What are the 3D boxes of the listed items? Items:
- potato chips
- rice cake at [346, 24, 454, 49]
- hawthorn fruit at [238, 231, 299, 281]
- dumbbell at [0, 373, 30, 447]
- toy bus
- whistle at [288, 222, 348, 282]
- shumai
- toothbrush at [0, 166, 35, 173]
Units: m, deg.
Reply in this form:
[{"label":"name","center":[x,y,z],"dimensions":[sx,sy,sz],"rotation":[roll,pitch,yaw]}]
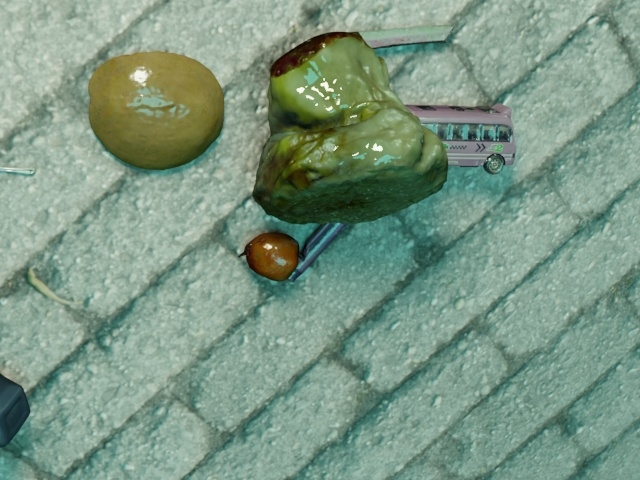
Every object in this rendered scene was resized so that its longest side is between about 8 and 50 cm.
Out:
[{"label":"potato chips","center":[-0.242,-0.191,1.460],"dimensions":[0.195,0.062,0.208],"rotation":[-43,122,5]},{"label":"rice cake","center":[0.115,-0.319,1.548],"dimensions":[0.207,0.033,0.033],"rotation":[-9,106,-18]},{"label":"hawthorn fruit","center":[-0.085,0.024,1.605],"dimensions":[0.093,0.081,0.081],"rotation":[10,109,-23]},{"label":"dumbbell","center":[-0.547,0.162,1.458],"dimensions":[0.144,0.160,0.325],"rotation":[-30,124,-38]},{"label":"toy bus","center":[0.221,-0.172,1.619],"dimensions":[0.198,0.096,0.108],"rotation":[-1,109,-16]},{"label":"whistle","center":[0.000,0.000,1.650],"dimensions":[0.033,0.033,0.176],"rotation":[40,95,-30]},{"label":"shumai","center":[0.036,-0.177,1.497],"dimensions":[0.309,0.304,0.264],"rotation":[-12,79,20]},{"label":"toothbrush","center":[-0.486,-0.105,1.436],"dimensions":[0.131,0.013,0.011],"rotation":[2,122,-22]}]
